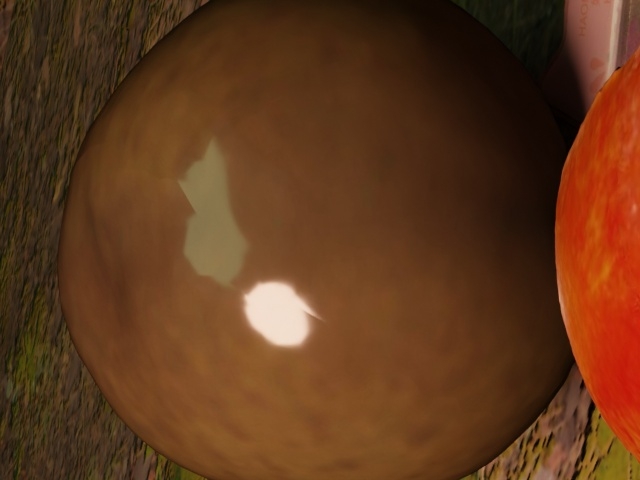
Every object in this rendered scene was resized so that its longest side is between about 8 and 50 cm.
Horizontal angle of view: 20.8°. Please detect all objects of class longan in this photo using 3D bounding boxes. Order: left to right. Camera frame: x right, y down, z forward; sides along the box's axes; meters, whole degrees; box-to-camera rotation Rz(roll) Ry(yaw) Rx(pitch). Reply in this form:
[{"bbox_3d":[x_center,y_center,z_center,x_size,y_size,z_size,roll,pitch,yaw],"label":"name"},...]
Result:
[{"bbox_3d":[0.000,0.000,1.090,0.361,0.361,0.361,-8,81,63],"label":"longan"}]

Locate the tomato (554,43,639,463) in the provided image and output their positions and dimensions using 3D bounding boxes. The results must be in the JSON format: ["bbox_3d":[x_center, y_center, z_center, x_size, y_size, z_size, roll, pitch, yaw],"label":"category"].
[{"bbox_3d":[0.234,0.048,0.613,0.338,0.338,0.144,-39,30,57],"label":"tomato"}]

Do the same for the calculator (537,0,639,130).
[{"bbox_3d":[0.238,-0.144,0.954,0.329,0.048,0.220,16,102,60],"label":"calculator"}]
